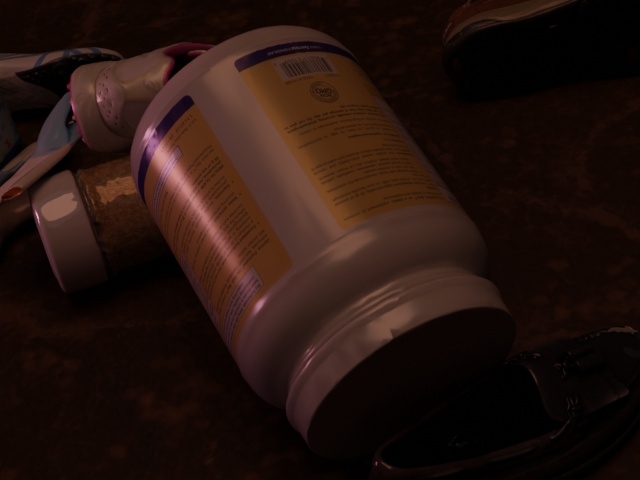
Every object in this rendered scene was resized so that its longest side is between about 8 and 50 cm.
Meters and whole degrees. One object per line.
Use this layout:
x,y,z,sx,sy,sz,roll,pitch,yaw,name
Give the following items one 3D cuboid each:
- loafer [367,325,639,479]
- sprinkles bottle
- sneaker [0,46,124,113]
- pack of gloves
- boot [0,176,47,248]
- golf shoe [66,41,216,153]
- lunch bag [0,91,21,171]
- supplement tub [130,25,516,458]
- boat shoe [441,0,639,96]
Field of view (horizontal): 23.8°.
0.168,0.151,1.278,0.302,0.095,0.109,-30,45,-20,loafer
-0.116,-0.057,1.565,0.355,0.121,0.121,-19,41,-9,sprinkles bottle
-0.347,-0.195,1.807,0.237,0.085,0.086,-11,45,-1,sneaker
-0.323,-0.094,1.619,0.195,0.046,0.232,-21,19,37,pack of gloves
-0.324,-0.031,1.648,0.087,0.042,0.118,-13,41,-5,boot
-0.130,-0.159,1.620,0.140,0.115,0.306,-15,5,32,golf shoe
-0.418,-0.116,1.699,0.096,0.129,0.151,0,43,21,lunch bag
0.000,0.000,1.341,0.241,0.241,0.331,-24,60,-14,supplement tub
0.291,-0.256,1.701,0.324,0.122,0.120,-9,37,2,boat shoe
